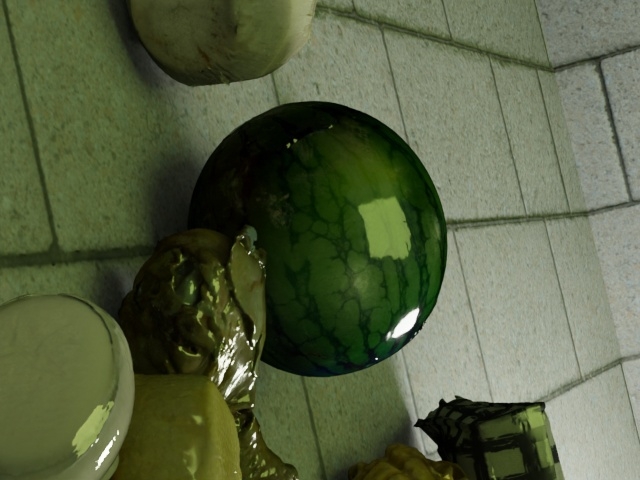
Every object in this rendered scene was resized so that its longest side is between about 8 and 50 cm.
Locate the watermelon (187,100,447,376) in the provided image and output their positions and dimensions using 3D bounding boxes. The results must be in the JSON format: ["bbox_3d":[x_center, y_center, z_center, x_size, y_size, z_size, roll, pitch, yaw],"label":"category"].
[{"bbox_3d":[0.000,0.000,1.820,0.363,0.363,0.363,42,41,-51],"label":"watermelon"}]

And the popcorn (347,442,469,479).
[{"bbox_3d":[0.131,0.407,2.052,0.250,0.190,0.250,-10,90,-85],"label":"popcorn"}]

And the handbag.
[{"bbox_3d":[0.276,0.413,2.238,0.327,0.162,0.325,171,-93,-78],"label":"handbag"}]

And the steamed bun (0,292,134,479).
[{"bbox_3d":[-0.268,0.167,1.366,0.131,0.177,0.228,86,2,-50],"label":"steamed bun"}]

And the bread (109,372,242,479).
[{"bbox_3d":[-0.168,0.268,1.507,0.270,0.148,0.270,-4,90,-85],"label":"bread"}]

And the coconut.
[{"bbox_3d":[-0.118,-0.325,1.854,0.247,0.245,0.245,-39,113,-57],"label":"coconut"}]

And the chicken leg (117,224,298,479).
[{"bbox_3d":[-0.117,0.179,1.689,0.201,0.152,0.429,-31,121,-25],"label":"chicken leg"}]
